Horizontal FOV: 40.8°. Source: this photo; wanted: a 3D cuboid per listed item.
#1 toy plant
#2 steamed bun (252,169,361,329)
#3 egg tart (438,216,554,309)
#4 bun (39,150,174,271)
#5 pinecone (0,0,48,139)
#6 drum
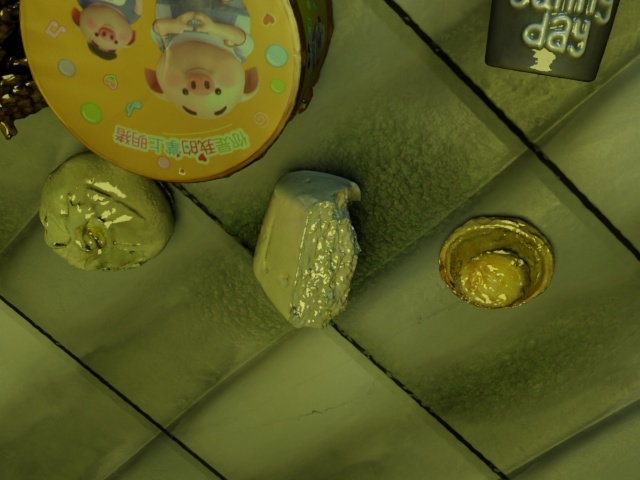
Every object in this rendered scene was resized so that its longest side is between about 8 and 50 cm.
[{"bbox_3d":[0.323,-0.405,1.070,0.280,0.185,0.400,22,110,43],"label":"toy plant"},{"bbox_3d":[0.000,0.000,1.405,0.171,0.200,0.225,-4,126,-30],"label":"steamed bun"},{"bbox_3d":[0.287,0.049,1.417,0.191,0.074,0.191,8,124,12],"label":"egg tart"},{"bbox_3d":[-0.382,-0.038,1.501,0.239,0.141,0.239,6,124,9],"label":"bun"},{"bbox_3d":[-0.541,-0.280,1.347,0.257,0.243,0.243,41,123,5],"label":"pinecone"},{"bbox_3d":[-0.202,-0.311,1.250,0.432,0.214,0.430,7,121,12],"label":"drum"}]
